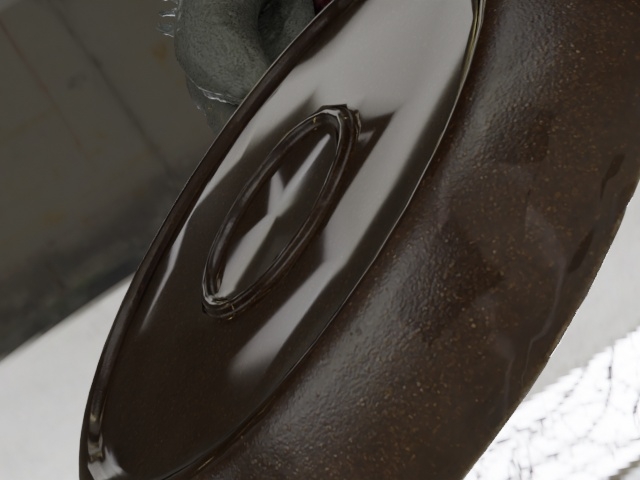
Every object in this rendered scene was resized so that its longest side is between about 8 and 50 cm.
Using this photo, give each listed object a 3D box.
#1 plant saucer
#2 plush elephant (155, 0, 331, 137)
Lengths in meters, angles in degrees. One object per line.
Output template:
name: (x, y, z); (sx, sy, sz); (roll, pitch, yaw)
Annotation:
plant saucer: (0.000, 0.000, 0.608); (0.310, 0.050, 0.310); (-46, -158, 25)
plush elephant: (0.029, -0.182, 1.088); (0.272, 0.255, 0.330); (-2, -148, -41)
